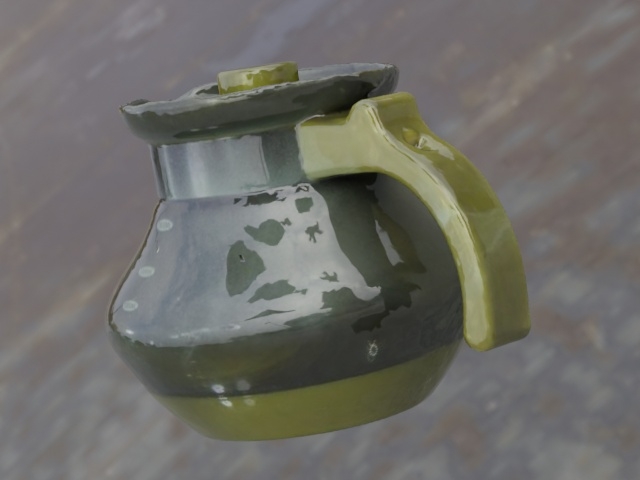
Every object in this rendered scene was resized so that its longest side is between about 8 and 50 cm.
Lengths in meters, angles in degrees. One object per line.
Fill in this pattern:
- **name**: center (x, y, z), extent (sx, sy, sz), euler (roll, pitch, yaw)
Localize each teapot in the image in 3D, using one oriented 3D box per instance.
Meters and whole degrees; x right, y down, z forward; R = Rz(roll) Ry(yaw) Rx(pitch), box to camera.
- **teapot**: center (0.000, 0.000, 0.619), extent (0.130, 0.119, 0.165), euler (-16, 10, -40)
